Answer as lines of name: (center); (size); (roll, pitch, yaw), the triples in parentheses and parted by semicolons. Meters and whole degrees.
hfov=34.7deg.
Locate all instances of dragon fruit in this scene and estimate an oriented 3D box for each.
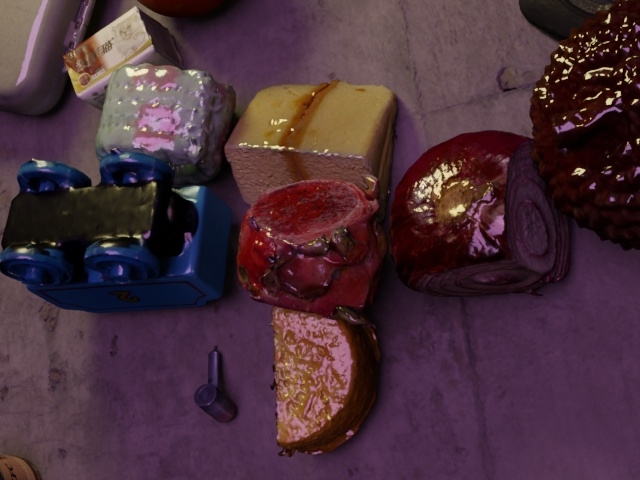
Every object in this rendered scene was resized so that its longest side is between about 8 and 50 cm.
dragon fruit: (0.000, 0.000, 1.354); (0.282, 0.211, 0.147); (-140, 47, -57)

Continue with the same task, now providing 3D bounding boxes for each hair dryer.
hair dryer: (-0.153, 0.204, 1.497); (0.037, 0.063, 0.114); (-18, 51, 18)

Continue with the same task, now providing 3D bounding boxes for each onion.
onion: (0.192, -0.037, 1.319); (0.207, 0.216, 0.206); (-9, 71, 28)

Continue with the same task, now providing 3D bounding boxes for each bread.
bread: (0.005, 0.174, 1.383); (0.139, 0.143, 0.229); (-7, 80, 22)
bread: (0.004, -0.140, 1.510); (0.240, 0.135, 0.178); (6, 49, 24)

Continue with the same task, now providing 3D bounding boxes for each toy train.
toy train: (-0.300, 0.000, 1.476); (0.300, 0.265, 0.188); (-5, 67, 22)

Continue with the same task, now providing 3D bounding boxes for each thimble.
thimble: (-0.223, -0.170, 1.515); (0.211, 0.185, 0.149); (1, 77, 47)

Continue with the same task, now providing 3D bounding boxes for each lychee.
lychee: (0.400, -0.140, 1.197); (0.306, 0.330, 0.306); (13, 106, 55)

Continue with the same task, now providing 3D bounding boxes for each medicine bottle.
medicine bottle: (-0.506, -0.405, 1.714); (0.282, 0.123, 0.375); (15, 86, 25)

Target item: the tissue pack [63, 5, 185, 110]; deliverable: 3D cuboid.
tissue pack: (-0.311, -0.283, 1.620); (0.148, 0.106, 0.099); (-29, 69, 14)

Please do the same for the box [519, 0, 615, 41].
box: (0.380, -0.346, 1.359); (0.212, 0.042, 0.201); (41, 112, 32)

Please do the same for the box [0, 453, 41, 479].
box: (-0.512, 0.387, 1.556); (0.151, 0.135, 0.151); (-6, 75, 23)

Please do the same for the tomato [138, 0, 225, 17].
tomato: (-0.205, -0.426, 1.592); (0.200, 0.139, 0.233); (-31, 35, 6)
